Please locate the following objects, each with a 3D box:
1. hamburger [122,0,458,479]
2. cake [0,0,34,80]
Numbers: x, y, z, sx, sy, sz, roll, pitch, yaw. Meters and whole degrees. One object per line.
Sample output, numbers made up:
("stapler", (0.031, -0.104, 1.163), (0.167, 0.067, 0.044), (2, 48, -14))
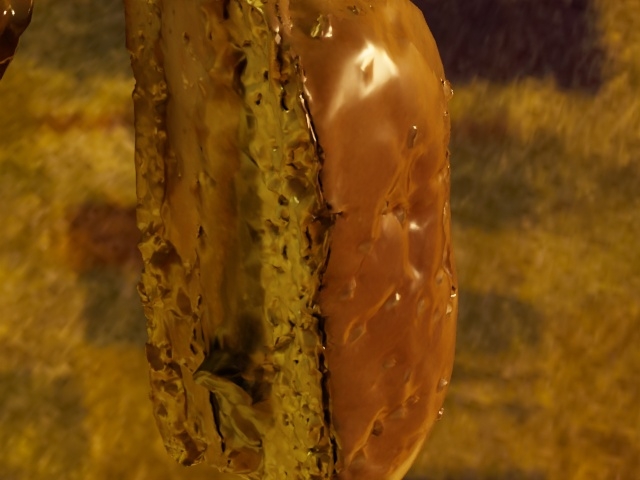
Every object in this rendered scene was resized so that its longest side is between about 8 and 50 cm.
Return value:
("hamburger", (0.000, 0.000, 0.770), (0.124, 0.131, 0.262), (36, 136, 42))
("cake", (-0.245, -0.076, 0.751), (0.198, 0.196, 0.293), (8, 142, -27))
